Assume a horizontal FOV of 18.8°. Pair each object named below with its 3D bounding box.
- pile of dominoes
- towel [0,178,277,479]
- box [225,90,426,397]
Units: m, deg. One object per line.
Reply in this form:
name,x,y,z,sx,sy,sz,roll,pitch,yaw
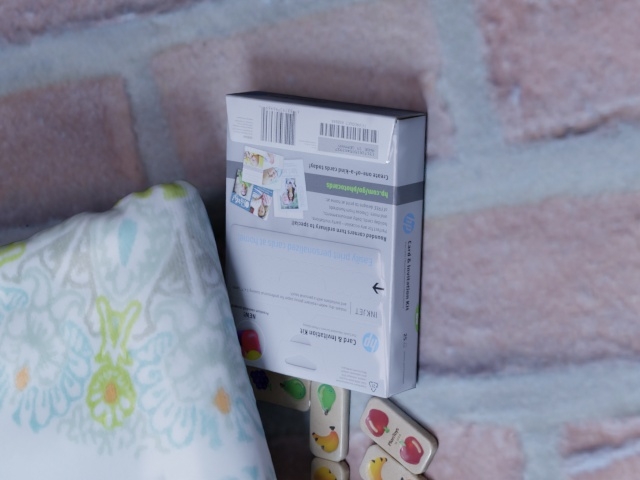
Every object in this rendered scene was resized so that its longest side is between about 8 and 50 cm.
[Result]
pile of dominoes,-0.010,0.215,1.335,0.196,0.040,0.251,10,105,37
towel,-0.207,0.165,1.355,0.375,0.090,0.320,-19,83,24
box,0.000,0.000,1.287,0.145,0.038,0.186,10,103,37
